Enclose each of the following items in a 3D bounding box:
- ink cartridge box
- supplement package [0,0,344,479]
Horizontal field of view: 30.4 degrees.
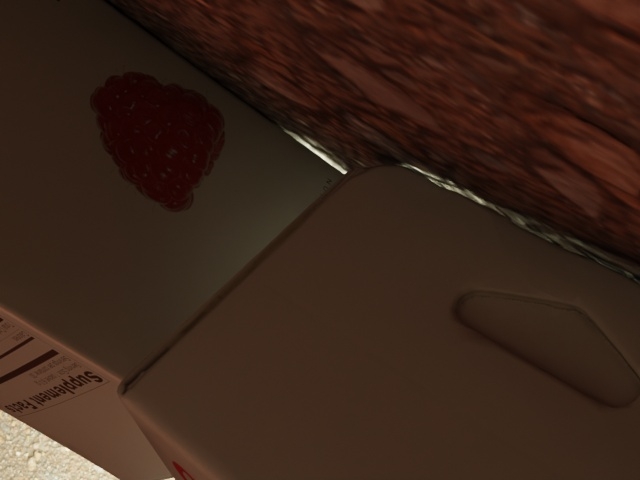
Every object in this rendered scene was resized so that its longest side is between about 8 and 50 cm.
[{"bbox_3d":[0.111,0.191,0.560,0.285,0.166,0.395,29,153,40],"label":"ink cartridge box"},{"bbox_3d":[-0.152,-0.015,0.648,0.293,0.178,0.175,34,151,-19],"label":"supplement package"}]
